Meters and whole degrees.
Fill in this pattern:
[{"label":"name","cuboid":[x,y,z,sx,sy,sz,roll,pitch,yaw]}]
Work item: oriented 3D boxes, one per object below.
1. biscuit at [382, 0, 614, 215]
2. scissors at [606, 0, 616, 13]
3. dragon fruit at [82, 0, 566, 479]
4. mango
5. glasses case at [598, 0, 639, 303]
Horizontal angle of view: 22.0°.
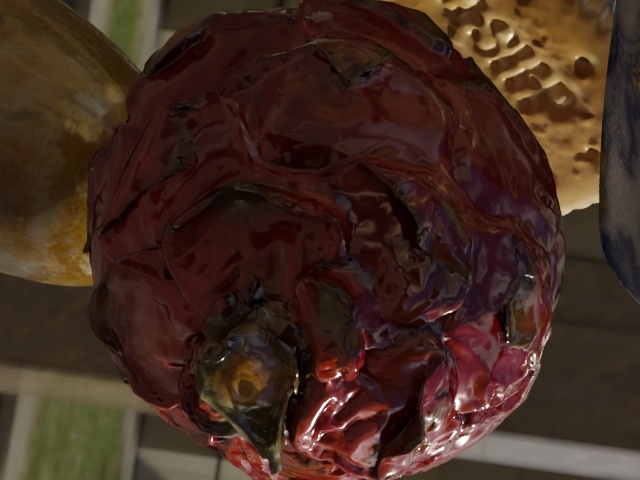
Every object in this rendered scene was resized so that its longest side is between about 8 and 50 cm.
[{"label":"biscuit","cuboid":[0.122,-0.119,1.050,0.160,0.249,0.030,-22,-153,50]},{"label":"scissors","cuboid":[0.192,-0.103,1.216,0.017,0.144,0.247,-35,124,-57]},{"label":"dragon fruit","cuboid":[0.000,0.000,0.940,0.342,0.277,0.277,-81,-179,-57]},{"label":"mango","cuboid":[-0.264,-0.099,1.256,0.199,0.384,0.221,-54,154,-27]},{"label":"glasses case","cuboid":[0.130,-0.088,0.459,0.087,0.065,0.248,40,-50,52]}]
